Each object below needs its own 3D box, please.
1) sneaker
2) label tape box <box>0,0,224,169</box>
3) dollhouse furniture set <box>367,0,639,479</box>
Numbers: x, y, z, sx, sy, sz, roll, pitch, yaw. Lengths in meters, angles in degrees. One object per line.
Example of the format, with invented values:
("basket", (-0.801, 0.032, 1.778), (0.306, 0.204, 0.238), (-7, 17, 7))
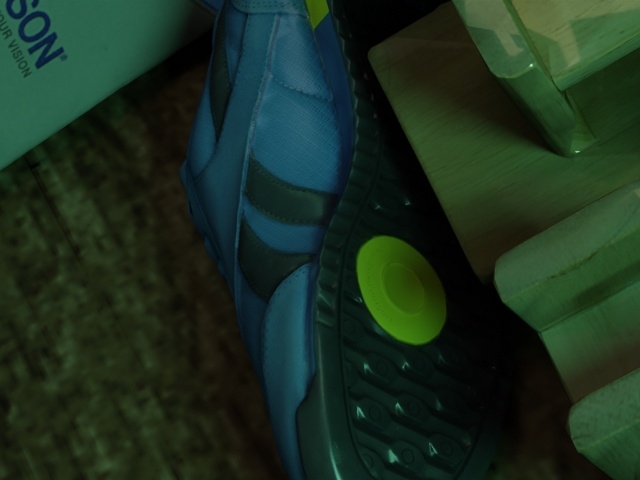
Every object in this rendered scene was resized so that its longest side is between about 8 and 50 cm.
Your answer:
("sneaker", (0.000, 0.000, 0.542), (0.082, 0.069, 0.209), (-35, 45, 37))
("label tape box", (-0.195, -0.106, 0.663), (0.348, 0.115, 0.249), (-37, 46, -13))
("dollhouse furniture set", (0.137, -0.073, 0.498), (0.242, 0.161, 0.212), (-30, 64, 12))
